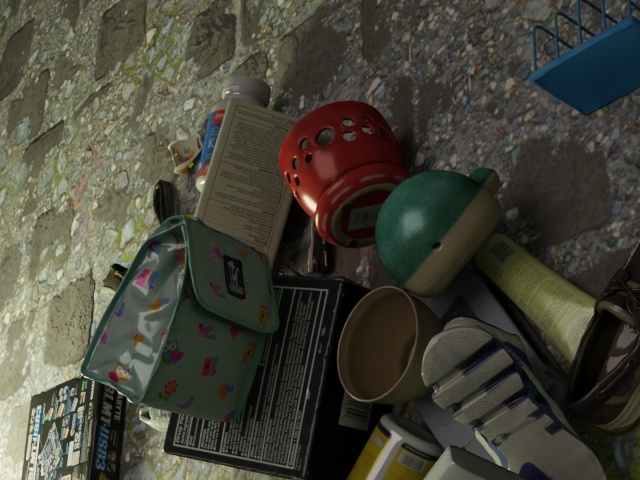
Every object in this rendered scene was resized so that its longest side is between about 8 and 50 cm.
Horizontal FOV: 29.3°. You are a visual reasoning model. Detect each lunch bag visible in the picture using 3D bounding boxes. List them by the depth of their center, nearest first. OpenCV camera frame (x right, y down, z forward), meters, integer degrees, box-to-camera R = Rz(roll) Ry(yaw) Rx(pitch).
[{"bbox_3d":[-0.180,0.108,1.737,0.160,0.223,0.262,20,86,37],"label":"lunch bag"}]

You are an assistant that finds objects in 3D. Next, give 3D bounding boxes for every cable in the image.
[{"bbox_3d":[-0.291,-0.023,2.488,0.287,0.072,0.139,-125,45,-63],"label":"cable"}]

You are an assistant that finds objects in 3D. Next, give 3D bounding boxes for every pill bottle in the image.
[{"bbox_3d":[0.090,0.343,1.717,0.184,0.103,0.103,-61,36,7],"label":"pill bottle"},{"bbox_3d":[-0.157,-0.192,2.310,0.124,0.124,0.221,-12,64,50],"label":"pill bottle"}]

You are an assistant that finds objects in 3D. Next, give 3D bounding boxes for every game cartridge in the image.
[{"bbox_3d":[0.215,0.184,1.683,0.198,0.062,0.297,-57,36,23],"label":"game cartridge"}]

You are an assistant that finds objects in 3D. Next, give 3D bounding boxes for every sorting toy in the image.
[{"bbox_3d":[-0.271,-0.183,2.535,0.075,0.045,0.083,-43,42,21],"label":"sorting toy"}]

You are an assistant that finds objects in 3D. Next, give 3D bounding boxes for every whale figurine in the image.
[{"bbox_3d":[0.158,-0.028,1.715,0.216,0.141,0.272,-52,-1,15],"label":"whale figurine"}]

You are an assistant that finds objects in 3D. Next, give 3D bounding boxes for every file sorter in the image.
[{"bbox_3d":[0.382,-0.266,1.642,0.170,0.118,0.104,-29,47,42],"label":"file sorter"}]

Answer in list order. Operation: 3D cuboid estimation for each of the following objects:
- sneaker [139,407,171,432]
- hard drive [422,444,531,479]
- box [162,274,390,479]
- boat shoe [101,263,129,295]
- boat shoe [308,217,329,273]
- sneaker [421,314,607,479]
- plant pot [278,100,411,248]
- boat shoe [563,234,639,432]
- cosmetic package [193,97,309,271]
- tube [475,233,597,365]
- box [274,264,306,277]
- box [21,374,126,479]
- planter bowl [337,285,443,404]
[{"bbox_3d":[-0.279,0.325,2.261,0.152,0.061,0.053,-20,55,45],"label":"sneaker"},{"bbox_3d":[0.158,0.422,1.457,0.353,0.233,0.047,-58,15,23],"label":"hard drive"},{"bbox_3d":[-0.053,0.210,1.865,0.294,0.183,0.296,3,76,39],"label":"box"},{"bbox_3d":[-0.384,0.088,2.505,0.228,0.081,0.068,7,82,57],"label":"boat shoe"},{"bbox_3d":[0.000,0.000,2.077,0.046,0.038,0.125,87,-175,-57],"label":"boat shoe"},{"bbox_3d":[0.240,0.206,1.494,0.127,0.315,0.182,-32,11,15],"label":"sneaker"},{"bbox_3d":[0.049,-0.099,1.936,0.191,0.191,0.174,-51,44,23],"label":"plant pot"},{"bbox_3d":[0.377,0.091,1.478,0.103,0.092,0.285,28,96,54],"label":"boat shoe"},{"bbox_3d":[-0.132,-0.077,2.166,0.113,0.160,0.309,150,137,-80],"label":"cosmetic package"},{"bbox_3d":[0.296,0.074,1.634,0.240,0.062,0.070,45,148,50],"label":"tube"},{"bbox_3d":[-0.047,0.157,2.050,0.191,0.045,0.184,32,96,53],"label":"box"},{"bbox_3d":[-0.512,0.432,2.504,0.293,0.073,0.295,-26,53,45],"label":"box"},{"bbox_3d":[0.116,0.155,1.691,0.162,0.109,0.162,-30,50,42],"label":"planter bowl"}]
